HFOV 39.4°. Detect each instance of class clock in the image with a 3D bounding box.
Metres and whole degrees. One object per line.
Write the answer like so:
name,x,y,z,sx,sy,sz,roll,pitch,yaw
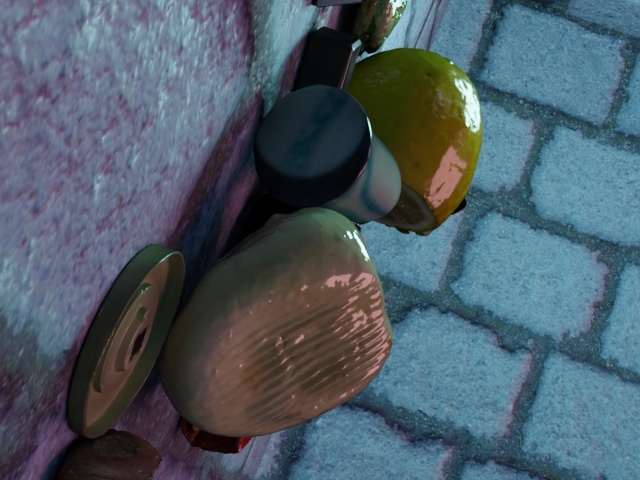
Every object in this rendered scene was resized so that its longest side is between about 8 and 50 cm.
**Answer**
clock,-0.220,0.117,1.032,0.235,0.029,0.234,21,90,-84

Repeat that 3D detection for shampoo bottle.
shampoo bottle,-0.007,-0.226,1.491,0.080,0.079,0.246,-54,164,-63

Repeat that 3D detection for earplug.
earplug,0.047,-0.104,1.427,0.324,0.185,0.185,28,83,-64

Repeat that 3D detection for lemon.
lemon,0.157,-0.213,1.742,0.364,0.364,0.364,21,90,-84

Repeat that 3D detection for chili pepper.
chili pepper,-0.154,0.294,1.723,0.338,0.135,0.131,-30,127,-78

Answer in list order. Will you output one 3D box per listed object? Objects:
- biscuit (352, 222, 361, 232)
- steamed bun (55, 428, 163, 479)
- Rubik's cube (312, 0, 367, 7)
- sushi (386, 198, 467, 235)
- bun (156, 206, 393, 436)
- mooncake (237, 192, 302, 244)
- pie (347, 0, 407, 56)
biscuit,0.000,0.000,1.964,0.194,0.195,0.053,102,-33,-55
steamed bun,-0.251,0.307,1.040,0.175,0.106,0.144,-41,152,-82
Rubik's cube,0.061,-0.452,1.383,0.234,0.284,0.250,-43,137,-24
sushi,0.185,-0.177,2.386,0.329,0.327,0.285,11,136,-45
bun,-0.064,0.113,1.272,0.213,0.361,0.361,46,-54,47
mooncake,-0.079,0.051,1.520,0.283,0.141,0.282,13,90,-88
pie,0.112,-0.437,1.701,0.248,0.090,0.201,-72,-175,-77
